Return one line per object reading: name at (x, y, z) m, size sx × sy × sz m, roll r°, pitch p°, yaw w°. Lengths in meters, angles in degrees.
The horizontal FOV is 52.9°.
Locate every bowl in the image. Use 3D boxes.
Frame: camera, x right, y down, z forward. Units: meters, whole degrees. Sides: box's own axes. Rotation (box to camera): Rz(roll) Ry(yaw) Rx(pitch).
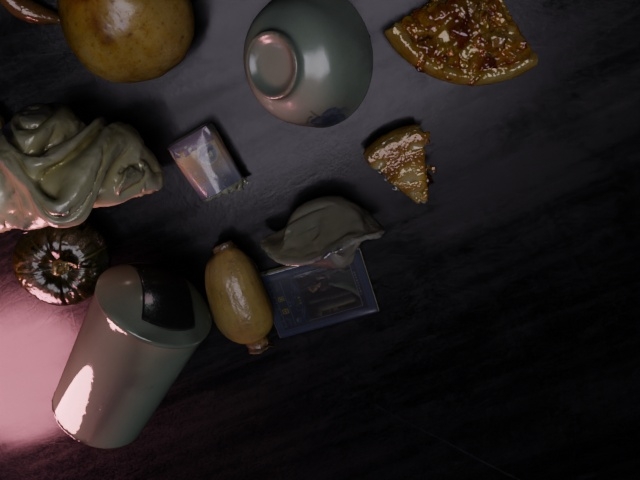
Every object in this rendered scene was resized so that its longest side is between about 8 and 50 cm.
bowl at (-0.054, -0.355, 1.282) m, size 0.289 × 0.146 × 0.289 m, roll 15°, pitch 117°, yaw 31°

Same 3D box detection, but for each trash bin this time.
trash bin at (-0.453, 0.261, 1.543) m, size 0.280 × 0.280 × 0.432 m, roll 27°, pitch 113°, yaw -11°

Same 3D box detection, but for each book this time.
book at (-0.005, 0.132, 1.622) m, size 0.269 × 0.025 × 0.191 m, roll -16°, pitch 112°, yaw 6°

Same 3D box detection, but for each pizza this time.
pizza at (0.307, -0.443, 1.354) m, size 0.335 × 0.086 × 0.226 m, roll 12°, pitch 114°, yaw -4°
pizza at (0.202, -0.169, 1.477) m, size 0.154 × 0.069 × 0.194 m, roll -27°, pitch 117°, yaw 10°

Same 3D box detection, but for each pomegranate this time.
pomegranate at (-0.380, -0.437, 1.269) m, size 0.260 × 0.260 × 0.261 m, roll 0°, pitch 113°, yaw 0°

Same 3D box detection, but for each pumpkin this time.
pumpkin at (-0.606, 0.048, 1.512) m, size 0.223 × 0.157 × 0.224 m, roll -2°, pitch 105°, yaw -9°

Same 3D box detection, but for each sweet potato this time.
sweet potato at (-0.653, -0.528, 1.323) m, size 0.281 × 0.059 × 0.067 m, roll 46°, pitch 70°, yaw -20°

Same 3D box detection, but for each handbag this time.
handbag at (-0.254, -0.168, 1.459) m, size 0.117 × 0.095 × 0.173 m, roll -27°, pitch 108°, yaw 14°

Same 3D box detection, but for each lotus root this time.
lotus root at (-0.198, 0.148, 1.564) m, size 0.146 × 0.131 × 0.303 m, roll -1°, pitch 115°, yaw 37°

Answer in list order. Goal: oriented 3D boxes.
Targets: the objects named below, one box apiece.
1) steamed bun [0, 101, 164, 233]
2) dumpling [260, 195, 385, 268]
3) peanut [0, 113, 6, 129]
steamed bun at (-0.541, -0.167, 1.327) m, size 0.393 × 0.346 × 0.238 m, roll -17°, pitch 107°, yaw -13°
dumpling at (0.004, 0.004, 1.463) m, size 0.243 × 0.227 × 0.175 m, roll -38°, pitch 106°, yaw 22°
peanut at (-0.721, -0.210, 1.438) m, size 0.098 × 0.090 × 0.214 m, roll -19°, pitch 113°, yaw 20°
